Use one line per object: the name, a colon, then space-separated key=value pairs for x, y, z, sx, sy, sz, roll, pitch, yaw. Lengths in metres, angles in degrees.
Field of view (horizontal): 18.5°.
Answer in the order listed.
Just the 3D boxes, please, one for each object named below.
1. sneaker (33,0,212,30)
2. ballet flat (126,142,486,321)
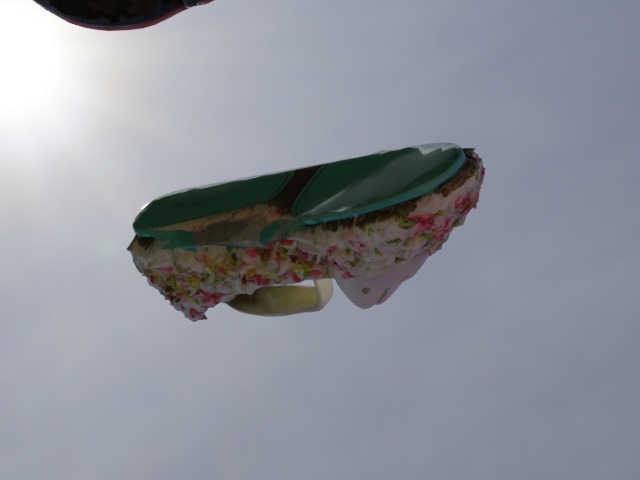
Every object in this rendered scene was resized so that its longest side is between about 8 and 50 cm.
sneaker: x=0.045 y=-0.159 z=0.551 sx=0.313 sy=0.116 sz=0.136 roll=-13 pitch=-161 yaw=28
ballet flat: x=0.000 y=0.000 z=1.033 sx=0.241 sy=0.077 sz=0.091 roll=-7 pitch=-151 yaw=44
